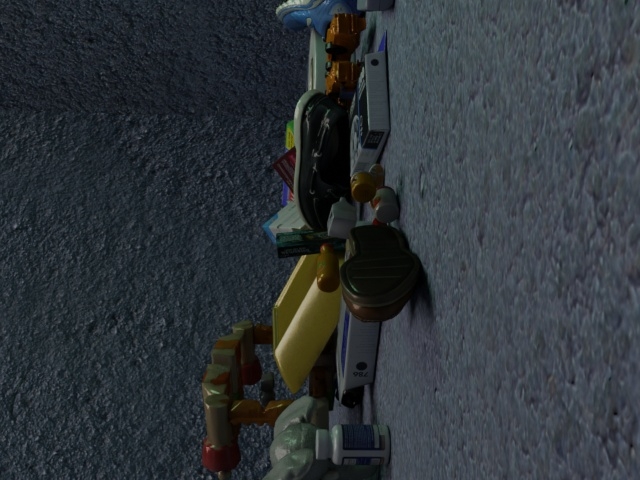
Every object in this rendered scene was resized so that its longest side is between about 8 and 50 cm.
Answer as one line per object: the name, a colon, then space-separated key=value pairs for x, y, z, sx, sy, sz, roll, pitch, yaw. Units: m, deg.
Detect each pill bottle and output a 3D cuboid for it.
pill bottle: x=0.053 y=0.342 z=1.459 sx=0.067 sy=0.120 sz=0.067 roll=-179 pitch=90 yaw=-86

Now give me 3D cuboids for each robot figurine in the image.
robot figurine: x=0.051 y=-0.354 z=1.845 sx=0.291 sy=0.085 sz=0.211 roll=90 pitch=180 yaw=-81

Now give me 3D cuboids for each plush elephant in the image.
plush elephant: x=-0.015 y=0.440 z=1.594 sx=0.272 sy=0.329 sz=0.255 roll=-82 pitch=14 yaw=-59

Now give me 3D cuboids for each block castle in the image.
block castle: x=-0.104 y=0.371 z=2.031 sx=0.453 sy=0.302 sz=0.213 roll=-79 pitch=-11 yaw=-69

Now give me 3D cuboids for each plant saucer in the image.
plant saucer: x=-0.020 y=0.120 z=1.924 sx=0.333 sy=0.081 sz=0.333 roll=-61 pitch=12 yaw=16

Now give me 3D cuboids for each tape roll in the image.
tape roll: x=0.024 y=-0.392 z=2.208 sx=0.286 sy=0.100 sz=0.286 roll=-179 pitch=90 yaw=-87

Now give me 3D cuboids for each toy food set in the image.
toy food set: x=0.063 y=-0.027 z=1.454 sx=0.105 sy=0.111 sz=0.232 roll=-94 pitch=15 yaw=-53

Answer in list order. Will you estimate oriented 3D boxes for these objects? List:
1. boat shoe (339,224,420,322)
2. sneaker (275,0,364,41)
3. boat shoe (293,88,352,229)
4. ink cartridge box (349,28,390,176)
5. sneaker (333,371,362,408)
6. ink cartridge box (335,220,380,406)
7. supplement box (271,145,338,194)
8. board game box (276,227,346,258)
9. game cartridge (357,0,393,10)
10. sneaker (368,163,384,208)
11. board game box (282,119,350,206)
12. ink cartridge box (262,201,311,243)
boat shoe: x=0.087 y=0.066 z=1.253 sx=0.307 sy=0.110 sz=0.105 roll=-69 pitch=-22 yaw=-72
sneaker: x=0.001 y=-0.518 z=2.020 sx=0.147 sy=0.129 sz=0.330 roll=62 pitch=164 yaw=-14
boat shoe: x=0.023 y=-0.146 z=1.816 sx=0.127 sy=0.113 sz=0.340 roll=-36 pitch=-42 yaw=-40
ink cartridge box: x=0.088 y=-0.251 z=1.622 sx=0.206 sy=0.045 sz=0.208 roll=109 pitch=163 yaw=-69
sneaker: x=0.056 y=0.324 z=1.870 sx=0.152 sy=0.058 sz=0.085 roll=111 pitch=169 yaw=-59
ink cartridge box: x=0.072 y=0.144 z=1.655 sx=0.165 sy=0.065 sz=0.333 roll=-95 pitch=9 yaw=-54
supplement box: x=-0.016 y=-0.173 z=2.032 sx=0.130 sy=0.073 sz=0.239 roll=54 pitch=155 yaw=-5
board game box: x=0.000 y=0.000 z=1.831 sx=0.126 sy=0.186 sz=0.026 roll=-104 pitch=7 yaw=-76
game cartridge: x=0.100 y=-0.549 z=1.507 sx=0.198 sy=0.062 sz=0.297 roll=-118 pitch=29 yaw=-73
sneaker: x=0.097 y=-0.099 z=1.577 sx=0.037 sy=0.031 sz=0.083 roll=-105 pitch=17 yaw=-75
board game box: x=-0.012 y=-0.135 z=2.223 sx=0.213 sy=0.046 sz=0.317 roll=45 pitch=152 yaw=25
ink cartridge box: x=-0.046 y=-0.038 z=2.060 sx=0.180 sy=0.104 sz=0.060 roll=6 pitch=132 yaw=58
